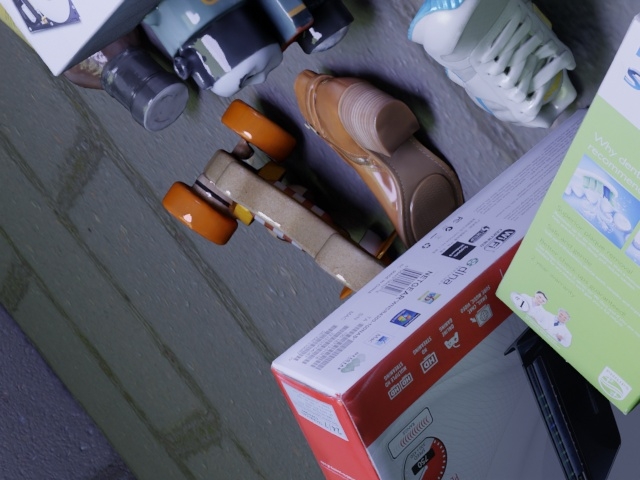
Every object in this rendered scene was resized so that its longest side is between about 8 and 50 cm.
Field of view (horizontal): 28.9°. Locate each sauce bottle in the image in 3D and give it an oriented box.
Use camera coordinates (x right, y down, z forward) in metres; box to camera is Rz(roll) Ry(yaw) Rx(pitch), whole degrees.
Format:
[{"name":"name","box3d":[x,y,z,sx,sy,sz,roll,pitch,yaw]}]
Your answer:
[{"name":"sauce bottle","box3d":[-0.293,-0.254,1.469,0.344,0.111,0.111,43,154,22]}]

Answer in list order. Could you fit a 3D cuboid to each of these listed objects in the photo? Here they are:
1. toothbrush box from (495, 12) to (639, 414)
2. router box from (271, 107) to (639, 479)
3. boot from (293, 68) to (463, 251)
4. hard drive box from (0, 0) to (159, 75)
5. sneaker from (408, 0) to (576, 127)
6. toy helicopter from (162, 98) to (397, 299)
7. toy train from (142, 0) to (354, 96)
[{"name":"toothbrush box","box3d":[0.240,-0.052,0.720,0.122,0.206,0.283,44,153,19]},{"name":"router box","box3d":[0.161,0.115,0.924,0.082,0.335,0.301,16,138,51]},{"name":"boot","box3d":[0.053,-0.076,1.182,0.152,0.073,0.197,30,149,53]},{"name":"hard drive box","box3d":[-0.175,-0.249,0.884,0.181,0.089,0.232,53,147,-5]},{"name":"sneaker","box3d":[0.129,-0.139,0.869,0.092,0.087,0.229,39,-173,18]},{"name":"toy helicopter","box3d":[0.000,0.000,1.247,0.235,0.140,0.355,35,-178,-26]},{"name":"toy train","box3d":[-0.116,-0.279,1.042,0.334,0.190,0.142,55,155,-5]}]
